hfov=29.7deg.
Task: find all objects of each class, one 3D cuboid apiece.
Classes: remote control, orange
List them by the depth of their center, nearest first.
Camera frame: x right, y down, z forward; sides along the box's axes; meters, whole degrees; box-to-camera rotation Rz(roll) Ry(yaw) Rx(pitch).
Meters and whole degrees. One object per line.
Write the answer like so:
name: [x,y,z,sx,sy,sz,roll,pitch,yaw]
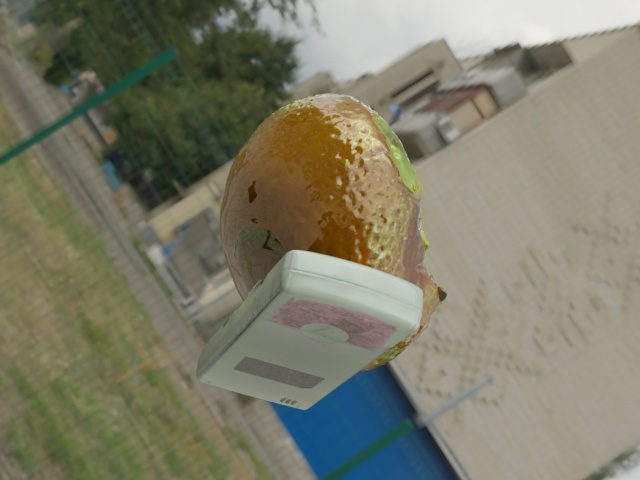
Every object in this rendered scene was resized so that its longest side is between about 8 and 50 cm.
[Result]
remote control: [-0.021,0.101,1.245,0.145,0.050,0.344,18,-26,-14]
orange: [-0.008,0.002,1.433,0.262,0.196,0.334,35,-41,48]
